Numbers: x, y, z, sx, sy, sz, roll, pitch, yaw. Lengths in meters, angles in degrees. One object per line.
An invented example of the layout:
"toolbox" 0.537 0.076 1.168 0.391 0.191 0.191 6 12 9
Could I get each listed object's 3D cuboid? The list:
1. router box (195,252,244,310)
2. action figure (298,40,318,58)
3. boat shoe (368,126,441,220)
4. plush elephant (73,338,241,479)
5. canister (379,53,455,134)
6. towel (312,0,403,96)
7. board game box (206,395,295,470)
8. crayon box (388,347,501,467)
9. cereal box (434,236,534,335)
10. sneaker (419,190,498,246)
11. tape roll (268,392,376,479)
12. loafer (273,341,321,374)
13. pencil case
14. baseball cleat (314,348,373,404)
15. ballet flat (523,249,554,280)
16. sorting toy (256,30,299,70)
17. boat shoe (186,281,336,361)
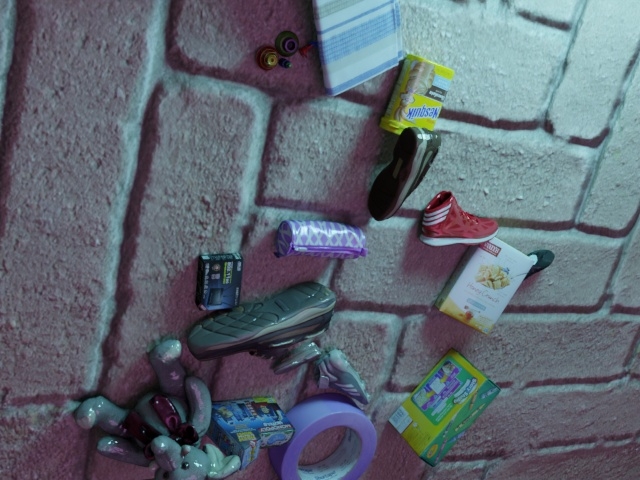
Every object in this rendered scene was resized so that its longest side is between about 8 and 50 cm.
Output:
"router box" -0.220 0.090 1.540 0.092 0.038 0.123 -4 114 -27
"action figure" 0.011 -0.407 1.433 0.115 0.038 0.030 -37 112 -5
"boat shoe" 0.195 -0.140 1.582 0.095 0.095 0.257 -5 143 -30
"plush elephant" -0.327 0.439 1.514 0.271 0.255 0.330 -32 124 -11
"canister" 0.215 -0.312 1.564 0.126 0.073 0.170 12 105 -32
"towel" 0.073 -0.445 1.407 0.209 0.034 0.285 -32 134 -22
"board game box" -0.167 0.444 1.639 0.194 0.194 0.060 1 112 -28
"crayon box" 0.334 0.451 1.926 0.278 0.165 0.081 -49 125 0
"cereal box" 0.433 0.112 1.872 0.173 0.047 0.240 27 99 -19
"sneaker" 0.353 -0.059 1.748 0.221 0.087 0.128 -10 118 -25
"tape roll" 0.007 0.537 1.839 0.274 0.090 0.275 -11 117 -22
"loafer" -0.061 0.288 1.724 0.125 0.039 0.045 -21 154 -15
"pencil case" 0.000 0.000 1.586 0.206 0.088 0.086 0 114 -29
"baseball cleat" 0.050 0.360 1.803 0.109 0.072 0.206 -30 120 4
"ballet flat" 0.573 0.074 1.958 0.173 0.057 0.049 -27 162 -13
"sorting toy" -0.077 -0.368 1.400 0.102 0.042 0.061 -36 124 -9
"boat shoe" -0.120 0.211 1.595 0.355 0.132 0.130 -16 119 -19
